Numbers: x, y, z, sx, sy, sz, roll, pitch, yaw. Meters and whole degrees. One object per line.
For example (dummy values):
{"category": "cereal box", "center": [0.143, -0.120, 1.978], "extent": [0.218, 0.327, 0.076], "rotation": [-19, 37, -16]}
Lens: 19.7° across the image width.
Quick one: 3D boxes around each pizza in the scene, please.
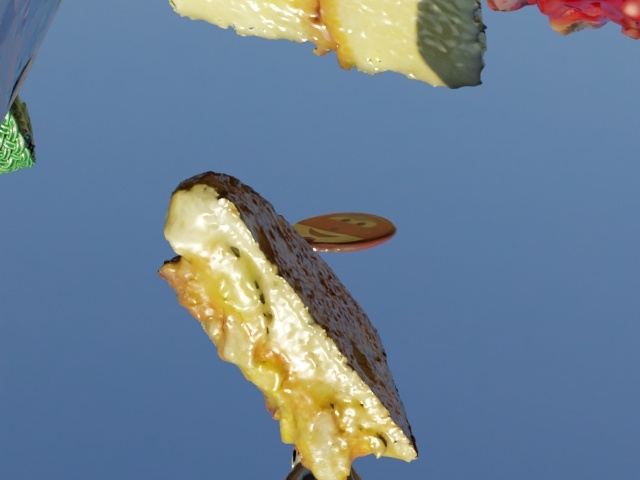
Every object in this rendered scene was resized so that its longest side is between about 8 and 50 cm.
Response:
{"category": "pizza", "center": [-0.014, 0.037, 0.717], "extent": [0.046, 0.175, 0.134], "rotation": [-33, -125, 7]}

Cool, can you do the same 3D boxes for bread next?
{"category": "bread", "center": [-0.034, -0.332, 1.618], "extent": [0.345, 0.405, 0.242], "rotation": [-2, -176, 8]}

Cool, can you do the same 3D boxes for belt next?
{"category": "belt", "center": [-0.304, -0.115, 1.614], "extent": [0.079, 0.121, 0.151], "rotation": [-19, -158, -1]}

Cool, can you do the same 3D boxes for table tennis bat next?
{"category": "table tennis bat", "center": [0.000, 0.000, 1.628], "extent": [0.098, 0.019, 0.154], "rotation": [14, -155, 42]}

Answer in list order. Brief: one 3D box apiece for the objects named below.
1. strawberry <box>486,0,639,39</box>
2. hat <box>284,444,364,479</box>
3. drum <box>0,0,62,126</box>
{"category": "strawberry", "center": [0.207, -0.278, 0.909], "extent": [0.317, 0.345, 0.295], "rotation": [-5, -141, -11]}
{"category": "hat", "center": [0.052, 0.234, 1.239], "extent": [0.219, 0.164, 0.226], "rotation": [27, -134, 3]}
{"category": "drum", "center": [-0.224, -0.202, 0.937], "extent": [0.214, 0.431, 0.431], "rotation": [24, -156, -6]}
